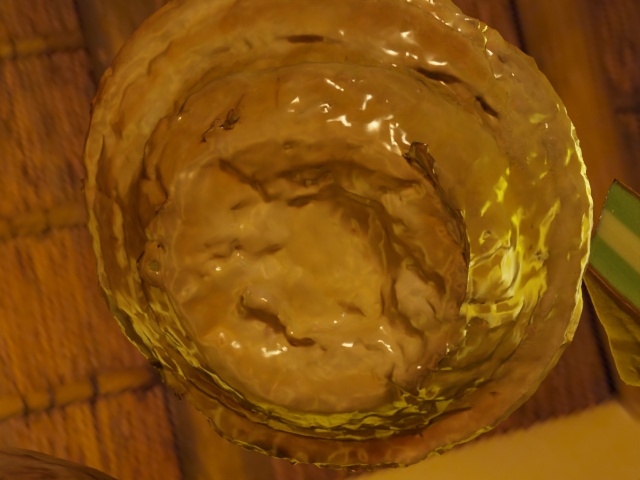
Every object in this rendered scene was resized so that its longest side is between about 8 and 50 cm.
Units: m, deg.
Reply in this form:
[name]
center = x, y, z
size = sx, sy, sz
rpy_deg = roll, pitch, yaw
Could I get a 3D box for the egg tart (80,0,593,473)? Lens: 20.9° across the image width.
[egg tart]
center = 0.000, 0.000, 0.908
size = 0.290, 0.115, 0.290
rpy_deg = 4, -70, 10

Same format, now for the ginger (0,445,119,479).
[ginger]
center = -0.123, 0.096, 0.325
size = 0.166, 0.236, 0.375
rpy_deg = -48, -19, -1

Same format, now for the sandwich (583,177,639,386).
[sandwich]
center = 0.188, 0.028, 1.082
size = 0.116, 0.074, 0.074
rpy_deg = 39, -119, -19
